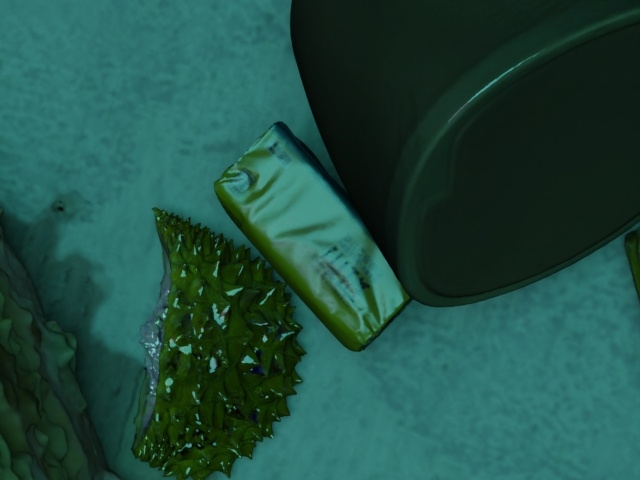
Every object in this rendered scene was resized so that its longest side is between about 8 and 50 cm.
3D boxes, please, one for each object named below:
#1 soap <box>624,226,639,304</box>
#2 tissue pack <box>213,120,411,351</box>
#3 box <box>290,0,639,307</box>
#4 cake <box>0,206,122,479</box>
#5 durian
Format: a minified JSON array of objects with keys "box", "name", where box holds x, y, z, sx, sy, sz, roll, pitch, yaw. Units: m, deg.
[{"box":[0.357,0.123,1.400,0.199,0.091,0.315,-11,86,6],"name":"soap"},{"box":[0.000,0.000,1.419,0.082,0.120,0.169,-42,86,1],"name":"tissue pack"},{"box":[0.122,-0.128,1.318,0.301,0.301,0.216,-35,62,3],"name":"box"},{"box":[-0.339,0.126,1.354,0.293,0.307,0.314,-21,86,7],"name":"cake"},{"box":[-0.091,0.084,1.442,0.132,0.165,0.182,3,59,44],"name":"durian"}]
